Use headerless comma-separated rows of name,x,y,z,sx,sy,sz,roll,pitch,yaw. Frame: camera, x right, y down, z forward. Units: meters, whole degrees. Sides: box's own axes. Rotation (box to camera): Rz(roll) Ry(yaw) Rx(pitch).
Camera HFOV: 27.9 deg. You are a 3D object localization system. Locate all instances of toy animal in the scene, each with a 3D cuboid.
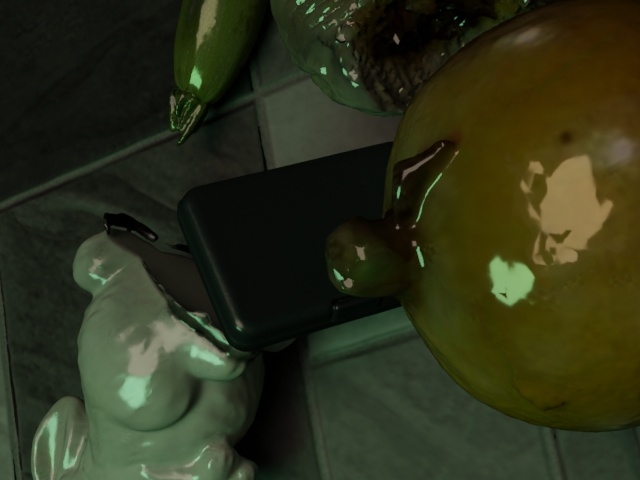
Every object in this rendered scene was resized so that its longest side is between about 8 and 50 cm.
toy animal,-0.178,0.182,1.253,0.258,0.194,0.357,39,110,21

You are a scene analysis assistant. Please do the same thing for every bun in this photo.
bun,0.094,-0.235,1.133,0.282,0.205,0.281,-15,65,34

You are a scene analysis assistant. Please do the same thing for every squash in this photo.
squash,-0.096,-0.260,1.331,0.094,0.094,0.340,9,83,33

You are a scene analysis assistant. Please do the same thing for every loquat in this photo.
loquat,0.174,-0.013,0.954,0.328,0.360,0.328,169,90,-69

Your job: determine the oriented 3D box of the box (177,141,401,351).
box,0.000,0.000,1.156,0.160,0.230,0.050,65,156,23
